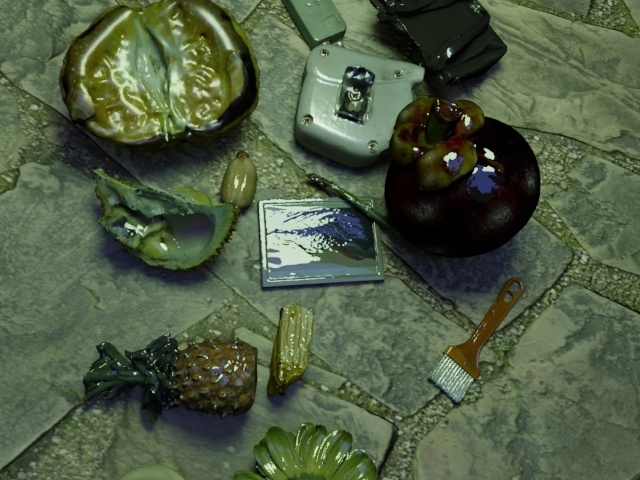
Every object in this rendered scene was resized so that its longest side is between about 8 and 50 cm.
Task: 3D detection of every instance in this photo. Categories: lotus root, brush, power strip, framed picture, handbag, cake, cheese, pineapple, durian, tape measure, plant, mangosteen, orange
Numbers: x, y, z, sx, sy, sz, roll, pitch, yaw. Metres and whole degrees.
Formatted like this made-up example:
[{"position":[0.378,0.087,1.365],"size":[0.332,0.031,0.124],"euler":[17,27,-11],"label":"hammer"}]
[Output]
[{"position":[-0.170,-0.113,1.105],"size":[0.072,0.062,0.151],"euler":[9,76,0],"label":"lotus root"},{"position":[0.352,0.200,1.145],"size":[0.090,0.017,0.314],"euler":[41,74,-1],"label":"brush"},{"position":[-0.021,-0.537,1.231],"size":[0.093,0.053,0.288],"euler":[-28,82,-14],"label":"power strip"},{"position":[0.000,0.000,1.131],"size":[0.265,0.018,0.192],"euler":[-4,77,-10],"label":"framed picture"},{"position":[0.271,-0.489,1.205],"size":[0.257,0.113,0.285],"euler":[-35,85,-37],"label":"handbag"},{"position":[-0.060,0.227,1.061],"size":[0.079,0.116,0.185],"euler":[8,44,-12],"label":"cake"},{"position":[-0.348,0.466,0.930],"size":[0.227,0.064,0.137],"euler":[-4,43,8],"label":"cheese"},{"position":[-0.272,0.256,0.975],"size":[0.309,0.141,0.170],"euler":[2,102,-1],"label":"pineapple"},{"position":[-0.304,-0.042,1.015],"size":[0.306,0.166,0.172],"euler":[21,72,6],"label":"durian"},{"position":[0.081,-0.299,1.156],"size":[0.258,0.130,0.265],"euler":[12,76,-9],"label":"tape measure"},{"position":[0.002,0.484,0.933],"size":[0.261,0.296,0.306],"euler":[34,53,-35],"label":"plant"},{"position":[0.262,-0.132,1.038],"size":[0.307,0.306,0.347],"euler":[-47,124,-16],"label":"mangosteen"},{"position":[-0.309,-0.324,1.049],"size":[0.368,0.210,0.271],"euler":[-14,103,-11],"label":"orange"}]

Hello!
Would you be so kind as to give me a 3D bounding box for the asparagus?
[{"position":[0.078,-0.081,1.143],"size":[0.248,0.025,0.024],"euler":[33,116,0],"label":"asparagus"}]
